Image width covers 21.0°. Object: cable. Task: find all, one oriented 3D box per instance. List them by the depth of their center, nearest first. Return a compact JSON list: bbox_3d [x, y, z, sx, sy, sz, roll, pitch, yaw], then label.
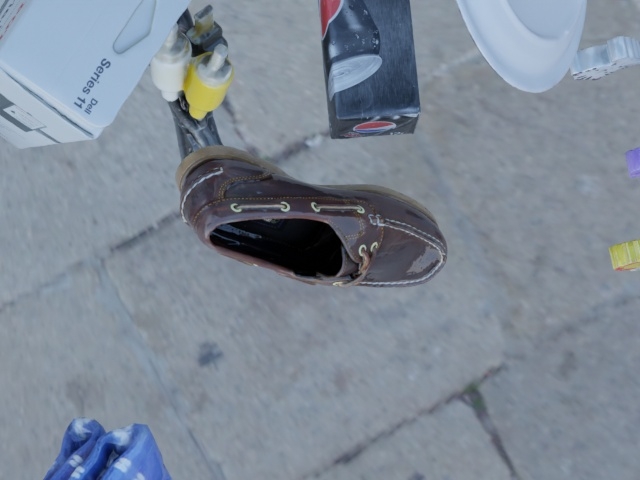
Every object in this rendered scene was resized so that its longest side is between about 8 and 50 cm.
[{"bbox_3d":[-0.122,-0.111,1.434,0.139,0.287,0.072,39,62,20],"label":"cable"}]

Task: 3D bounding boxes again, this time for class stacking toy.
[{"bbox_3d":[0.269,-0.058,1.319,0.052,0.221,0.167,-18,78,34],"label":"stacking toy"}]

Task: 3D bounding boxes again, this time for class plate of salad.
[{"bbox_3d":[0.115,-0.190,1.074,0.048,0.200,0.200,-6,106,33],"label":"plate of salad"}]

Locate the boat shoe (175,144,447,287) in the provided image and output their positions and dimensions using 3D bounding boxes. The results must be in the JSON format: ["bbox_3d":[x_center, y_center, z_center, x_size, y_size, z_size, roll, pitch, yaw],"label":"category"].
[{"bbox_3d":[0.000,0.000,1.132,0.207,0.073,0.073,13,122,-30],"label":"boat shoe"}]

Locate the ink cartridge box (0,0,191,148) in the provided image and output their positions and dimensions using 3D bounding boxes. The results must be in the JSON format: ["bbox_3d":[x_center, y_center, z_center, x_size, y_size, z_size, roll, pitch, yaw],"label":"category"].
[{"bbox_3d":[-0.171,-0.148,1.166,0.087,0.208,0.153,36,77,-20],"label":"ink cartridge box"}]

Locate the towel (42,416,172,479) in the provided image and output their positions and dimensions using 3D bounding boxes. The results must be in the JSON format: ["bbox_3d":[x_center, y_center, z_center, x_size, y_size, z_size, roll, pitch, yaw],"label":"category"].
[{"bbox_3d":[-0.087,0.244,0.447,0.336,0.040,0.243,-59,142,-35],"label":"towel"}]

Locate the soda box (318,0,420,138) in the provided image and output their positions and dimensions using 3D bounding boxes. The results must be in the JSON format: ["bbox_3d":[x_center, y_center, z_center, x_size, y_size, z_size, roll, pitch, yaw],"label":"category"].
[{"bbox_3d":[0.028,-0.155,1.140,0.060,0.053,0.169,-4,78,-5],"label":"soda box"}]
